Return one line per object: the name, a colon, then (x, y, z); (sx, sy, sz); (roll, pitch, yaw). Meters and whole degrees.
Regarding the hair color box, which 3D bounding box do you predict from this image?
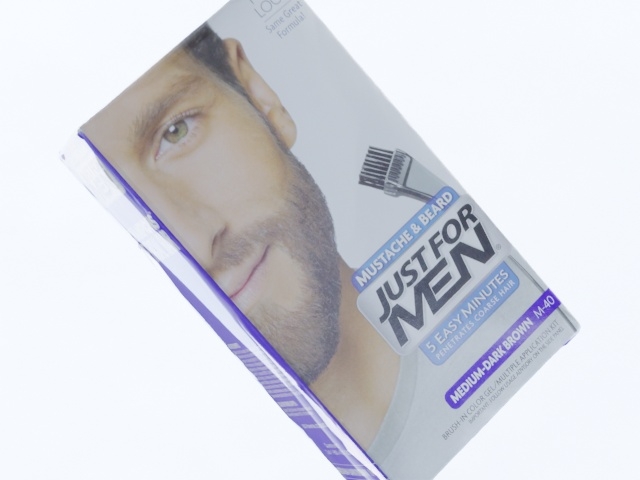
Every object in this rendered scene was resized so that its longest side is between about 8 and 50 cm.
hair color box: (0.000, 0.000, 1.087); (0.185, 0.110, 0.339); (-43, -85, -17)
